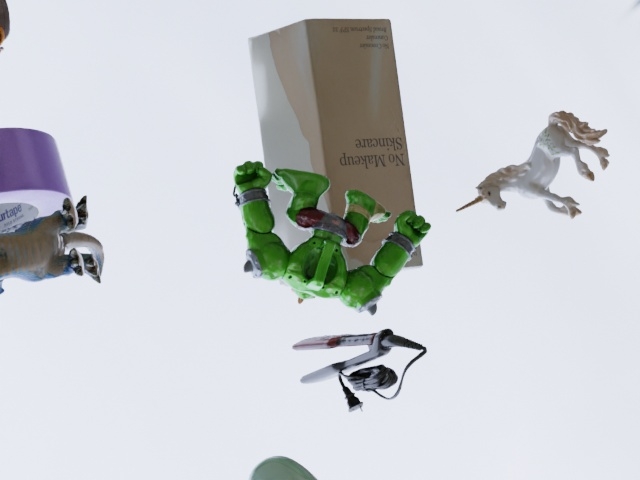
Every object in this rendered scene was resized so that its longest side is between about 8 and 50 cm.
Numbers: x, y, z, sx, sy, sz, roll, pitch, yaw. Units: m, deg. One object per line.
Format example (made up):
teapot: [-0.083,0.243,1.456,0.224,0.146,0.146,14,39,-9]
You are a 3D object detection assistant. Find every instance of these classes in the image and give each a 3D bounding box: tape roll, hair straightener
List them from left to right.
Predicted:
tape roll: [-0.464,-0.053,2.434,0.275,0.275,0.090,9,-119,-63]
hair straightener: [0.048,0.143,2.067,0.047,0.230,0.089,-12,-91,-35]

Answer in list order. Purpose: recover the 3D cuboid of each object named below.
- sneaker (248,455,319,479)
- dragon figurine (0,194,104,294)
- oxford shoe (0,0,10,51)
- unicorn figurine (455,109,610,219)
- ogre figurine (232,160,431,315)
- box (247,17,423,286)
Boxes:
sneaker: [-0.044,0.284,1.898,0.151,0.094,0.256,55,-170,-40]
dragon figurine: [-0.286,0.011,1.755,0.289,0.144,0.085,-32,-68,-86]
oxford shoe: [-0.441,-0.253,2.269,0.133,0.130,0.363,20,-135,-17]
unicorn figurine: [0.241,-0.071,2.043,0.111,0.162,0.060,33,-169,15]
ogre figurine: [0.000,0.000,1.856,0.197,0.097,0.118,26,-114,-25]
box: [0.018,-0.107,2.285,0.148,0.121,0.311,-7,-92,-40]
